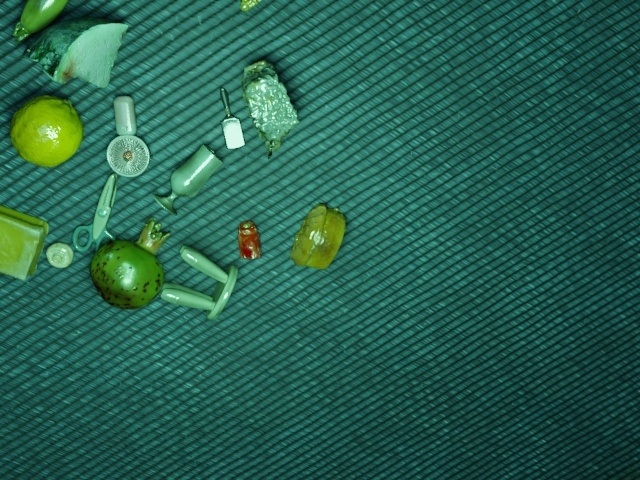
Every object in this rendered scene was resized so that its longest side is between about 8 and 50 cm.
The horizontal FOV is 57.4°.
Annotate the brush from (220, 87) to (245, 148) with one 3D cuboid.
[{"bbox_3d":[-0.288,-0.387,1.853,0.062,0.016,0.194,-12,107,-4],"label":"brush"}]

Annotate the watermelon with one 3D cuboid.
[{"bbox_3d":[-0.719,-0.516,1.686,0.289,0.320,0.214,-2,137,25],"label":"watermelon"}]

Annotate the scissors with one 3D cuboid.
[{"bbox_3d":[-0.699,-0.083,1.876,0.137,0.041,0.289,20,103,-7],"label":"scissors"}]

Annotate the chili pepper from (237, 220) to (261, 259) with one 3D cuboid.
[{"bbox_3d":[-0.235,-0.001,1.942,0.070,0.073,0.123,-23,116,-44],"label":"chili pepper"}]

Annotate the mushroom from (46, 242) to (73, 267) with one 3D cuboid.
[{"bbox_3d":[-0.839,0.049,1.883,0.083,0.067,0.084,-4,111,-11],"label":"mushroom"}]

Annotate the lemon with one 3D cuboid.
[{"bbox_3d":[-0.801,-0.321,1.720,0.192,0.192,0.231,43,99,-16],"label":"lemon"}]

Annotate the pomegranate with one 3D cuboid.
[{"bbox_3d":[-0.578,0.085,1.844,0.285,0.231,0.231,-35,107,-2],"label":"pomegranate"}]

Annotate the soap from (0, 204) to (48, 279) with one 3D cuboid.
[{"bbox_3d":[-1.040,-0.015,1.831,0.314,0.091,0.199,22,103,-12],"label":"soap"}]

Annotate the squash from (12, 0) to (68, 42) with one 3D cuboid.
[{"bbox_3d":[-0.771,-0.700,1.674,0.094,0.094,0.341,34,97,-14],"label":"squash"}]

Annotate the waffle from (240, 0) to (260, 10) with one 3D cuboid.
[{"bbox_3d":[-0.163,-0.775,1.745,0.191,0.046,0.161,-6,104,-5],"label":"waffle"}]

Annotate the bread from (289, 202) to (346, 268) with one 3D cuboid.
[{"bbox_3d":[0.000,0.000,1.940,0.143,0.139,0.229,19,104,-20],"label":"bread"}]

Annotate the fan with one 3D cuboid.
[{"bbox_3d":[-0.597,-0.321,1.805,0.130,0.074,0.245,-4,105,-5],"label":"fan"}]

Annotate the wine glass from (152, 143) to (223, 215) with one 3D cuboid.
[{"bbox_3d":[-0.415,-0.195,1.847,0.103,0.103,0.231,43,95,-16],"label":"wine glass"}]

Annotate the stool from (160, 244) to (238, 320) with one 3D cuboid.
[{"bbox_3d":[-0.390,0.132,1.886,0.198,0.195,0.196,28,86,-17],"label":"stool"}]

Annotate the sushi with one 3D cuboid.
[{"bbox_3d":[-0.152,-0.404,1.777,0.139,0.184,0.274,-23,108,1],"label":"sushi"}]
